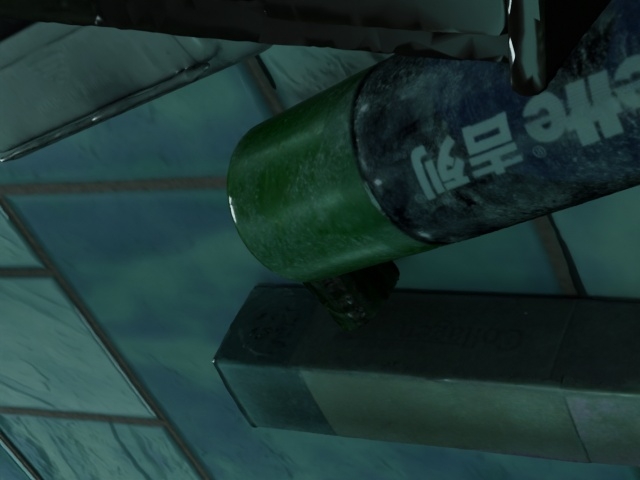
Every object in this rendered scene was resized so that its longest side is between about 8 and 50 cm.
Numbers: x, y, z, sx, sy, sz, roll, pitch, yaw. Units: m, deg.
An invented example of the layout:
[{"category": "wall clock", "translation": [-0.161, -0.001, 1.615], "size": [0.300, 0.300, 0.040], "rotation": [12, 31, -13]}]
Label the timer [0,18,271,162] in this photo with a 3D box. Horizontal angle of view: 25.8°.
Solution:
[{"category": "timer", "translation": [-0.142, -0.132, 0.665], "size": [0.253, 0.078, 0.178], "rotation": [-16, 125, 44]}]

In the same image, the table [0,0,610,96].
[{"category": "table", "translation": [-0.047, -0.200, 0.372], "size": [0.282, 0.196, 0.250], "rotation": [9, 124, 25]}]

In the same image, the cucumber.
[{"category": "cucumber", "translation": [0.000, 0.000, 0.759], "size": [0.048, 0.048, 0.105], "rotation": [-12, 128, 41]}]

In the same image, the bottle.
[{"category": "bottle", "translation": [0.092, -0.057, 0.592], "size": [0.330, 0.093, 0.093], "rotation": [-20, 123, 45]}]

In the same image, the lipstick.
[{"category": "lipstick", "translation": [0.092, 0.074, 0.772], "size": [0.317, 0.066, 0.068], "rotation": [1, 135, 32]}]
